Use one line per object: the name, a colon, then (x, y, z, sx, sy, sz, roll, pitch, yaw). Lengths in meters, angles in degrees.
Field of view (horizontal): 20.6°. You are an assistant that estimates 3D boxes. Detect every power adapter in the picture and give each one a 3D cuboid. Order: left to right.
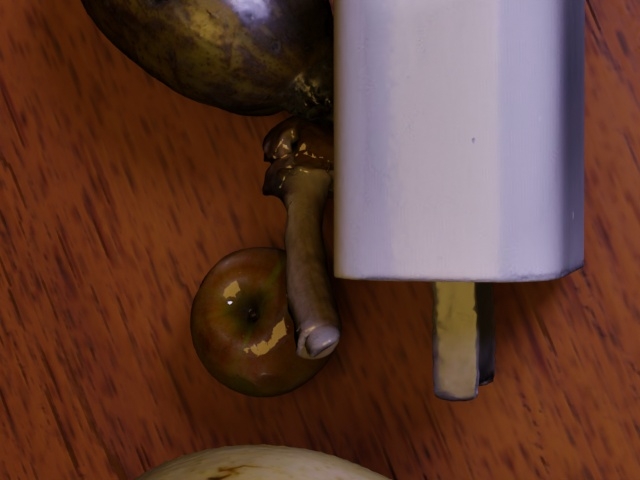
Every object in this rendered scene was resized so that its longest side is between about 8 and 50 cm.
power adapter: (0.077, -0.043, 0.958, 0.124, 0.187, 0.255, 1, 93, 15)

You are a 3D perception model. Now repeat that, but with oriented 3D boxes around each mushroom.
mushroom: (0.000, 0.000, 1.001, 0.061, 0.187, 0.060, 4, 137, -12)

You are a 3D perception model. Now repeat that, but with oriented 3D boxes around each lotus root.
lotus root: (-0.061, -0.137, 1.023, 0.209, 0.120, 0.120, 34, 99, 15)

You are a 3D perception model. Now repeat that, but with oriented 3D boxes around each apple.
apple: (-0.033, 0.048, 1.046, 0.090, 0.074, 0.089, 0, 90, 15)

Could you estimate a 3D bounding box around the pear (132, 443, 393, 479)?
pear: (-0.026, 0.263, 0.946, 0.309, 0.309, 0.309, 1, 92, 14)
